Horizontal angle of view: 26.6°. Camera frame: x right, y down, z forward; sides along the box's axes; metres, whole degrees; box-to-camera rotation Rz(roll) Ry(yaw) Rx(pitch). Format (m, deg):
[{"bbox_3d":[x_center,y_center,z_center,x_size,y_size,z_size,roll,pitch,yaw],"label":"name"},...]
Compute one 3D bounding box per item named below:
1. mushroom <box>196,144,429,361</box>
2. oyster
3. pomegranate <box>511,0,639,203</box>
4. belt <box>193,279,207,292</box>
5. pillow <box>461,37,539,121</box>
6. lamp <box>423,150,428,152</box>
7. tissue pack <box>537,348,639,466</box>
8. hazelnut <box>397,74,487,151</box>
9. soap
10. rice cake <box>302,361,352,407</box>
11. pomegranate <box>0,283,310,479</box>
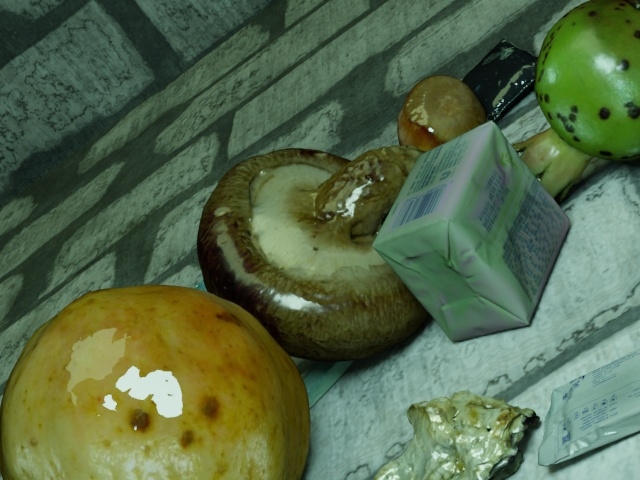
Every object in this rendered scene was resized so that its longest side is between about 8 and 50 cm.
[{"bbox_3d":[-0.001,0.020,1.796,0.345,0.239,0.345,-14,26,7],"label":"mushroom"},{"bbox_3d":[0.134,0.222,1.452,0.191,0.081,0.163,-45,26,-2],"label":"oyster"},{"bbox_3d":[0.367,-0.184,1.720,0.231,0.231,0.286,-57,-2,-36],"label":"pomegranate"},{"bbox_3d":[-0.135,0.052,2.263,0.179,0.065,0.100,-39,13,9],"label":"belt"},{"bbox_3d":[0.288,-0.259,2.176,0.141,0.055,0.208,-48,20,2],"label":"pillow"},{"bbox_3d":[0.151,-0.078,1.977,0.105,0.105,0.105,-34,22,16],"label":"lamp"},{"bbox_3d":[0.305,0.155,1.363,0.193,0.026,0.122,-30,23,25],"label":"tissue pack"},{"bbox_3d":[0.178,-0.172,2.076,0.150,0.150,0.150,-34,22,16],"label":"hazelnut"},{"bbox_3d":[0.189,-0.008,1.664,0.138,0.182,0.199,-23,28,42],"label":"soap"},{"bbox_3d":[-0.017,0.199,1.807,0.180,0.030,0.042,-45,35,-13],"label":"rice cake"},{"bbox_3d":[-0.199,0.257,1.607,0.410,0.410,0.410,-34,22,16],"label":"pomegranate"}]
